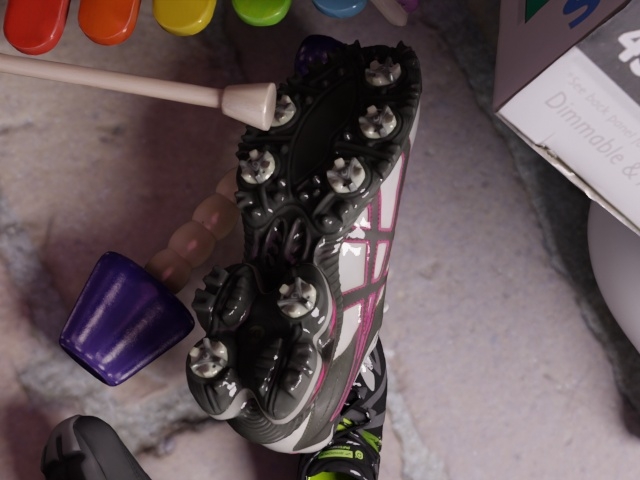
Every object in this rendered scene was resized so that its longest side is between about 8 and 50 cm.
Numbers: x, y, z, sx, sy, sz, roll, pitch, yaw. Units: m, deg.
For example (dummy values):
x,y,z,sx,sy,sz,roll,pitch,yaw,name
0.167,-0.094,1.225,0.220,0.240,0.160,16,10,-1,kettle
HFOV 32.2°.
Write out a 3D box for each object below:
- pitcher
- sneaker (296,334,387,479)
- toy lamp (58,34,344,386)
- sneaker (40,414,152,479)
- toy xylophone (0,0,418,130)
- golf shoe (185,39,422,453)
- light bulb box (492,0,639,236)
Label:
x,y,z,sx,sy,sz,roll,pitch,yaw,name
0.276,0.035,0.764,0.125,0.178,0.207,-9,82,-28,pitcher
0.017,0.134,0.734,0.067,0.078,0.188,7,77,-11,sneaker
-0.068,-0.021,0.748,0.080,0.080,0.274,41,70,-3,toy lamp
-0.083,0.223,0.700,0.106,0.101,0.267,-27,85,-39,sneaker
-0.096,-0.190,0.715,0.323,0.081,0.236,15,80,12,toy xylophone
0.000,0.000,0.700,0.105,0.120,0.273,10,66,27,golf shoe
0.304,-0.117,0.638,0.358,0.225,0.361,39,34,-16,light bulb box
